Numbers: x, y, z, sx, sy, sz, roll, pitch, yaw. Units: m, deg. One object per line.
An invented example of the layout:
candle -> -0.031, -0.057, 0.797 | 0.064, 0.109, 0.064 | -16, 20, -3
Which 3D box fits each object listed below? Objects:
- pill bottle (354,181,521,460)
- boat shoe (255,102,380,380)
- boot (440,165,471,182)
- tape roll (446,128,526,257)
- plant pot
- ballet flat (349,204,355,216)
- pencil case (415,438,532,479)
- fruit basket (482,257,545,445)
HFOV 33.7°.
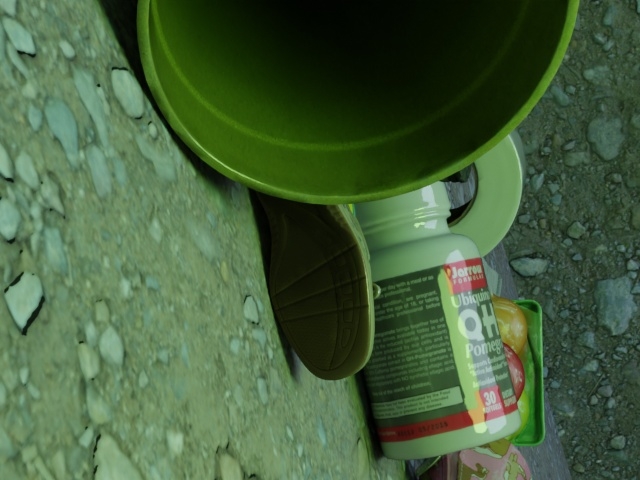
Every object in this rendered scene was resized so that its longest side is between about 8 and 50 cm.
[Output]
pill bottle -> 0.124, 0.094, 1.292 | 0.176, 0.176, 0.319 | 3, 73, -74
boat shoe -> 0.000, 0.000, 1.073 | 0.089, 0.104, 0.285 | 19, 57, -69
boot -> 0.048, -0.167, 1.192 | 0.338, 0.222, 0.118 | -92, 172, -52
tape roll -> 0.162, -0.090, 1.473 | 0.169, 0.246, 0.246 | -37, 111, -74
plant pot -> 0.006, -0.286, 0.992 | 0.353, 0.366, 0.366 | -105, 170, -49
ballet flat -> -0.011, -0.070, 1.190 | 0.077, 0.077, 0.231 | 40, 30, -29
pencil case -> 0.180, 0.389, 1.252 | 0.386, 0.167, 0.160 | -70, 177, -65
fruit basket -> 0.252, 0.201, 1.643 | 0.353, 0.165, 0.327 | 22, 67, -68
